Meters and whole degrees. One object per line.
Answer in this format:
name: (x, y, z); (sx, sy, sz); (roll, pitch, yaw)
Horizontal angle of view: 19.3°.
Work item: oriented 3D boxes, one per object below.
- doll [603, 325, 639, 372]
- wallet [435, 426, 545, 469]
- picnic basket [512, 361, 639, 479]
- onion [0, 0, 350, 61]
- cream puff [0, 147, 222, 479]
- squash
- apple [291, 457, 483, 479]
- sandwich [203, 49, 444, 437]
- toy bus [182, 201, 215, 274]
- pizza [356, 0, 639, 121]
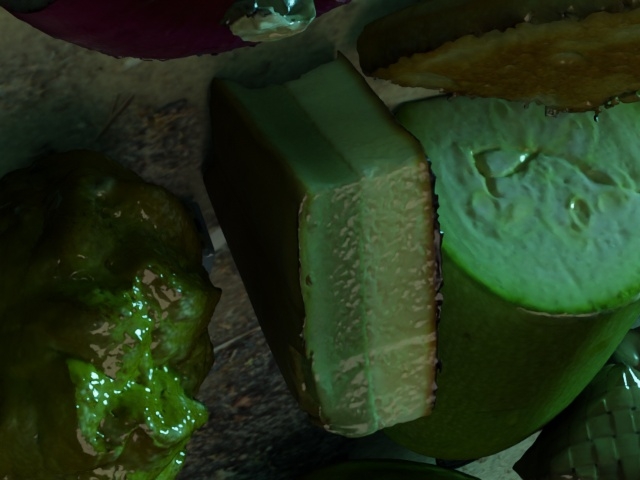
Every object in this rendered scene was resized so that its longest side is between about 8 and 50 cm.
doll: (0.338, 0.087, 1.650); (0.256, 0.152, 0.196); (-54, 147, 10)
wallet: (0.151, 0.124, 1.652); (0.170, 0.069, 0.231); (-31, 145, -5)
picnic basket: (0.266, 0.196, 1.541); (0.138, 0.178, 0.128); (-50, -177, -13)
onion: (-0.044, -0.205, 0.966); (0.230, 0.272, 0.256); (4, 170, -45)
cream puff: (-0.165, 0.069, 1.219); (0.244, 0.244, 0.196); (-38, 119, 13)
squash: (0.138, 0.042, 1.484); (0.233, 0.210, 0.309); (-13, 157, -20)
apple: (0.068, 0.355, 1.646); (0.339, 0.339, 0.339); (-19, 144, -14)
sandwich: (0.000, 0.000, 1.285); (0.108, 0.186, 0.220); (-16, 127, -17)
toy bus: (-0.136, 0.055, 1.369); (0.075, 0.064, 0.190); (6, 133, -32)
pizza: (0.197, -0.150, 1.255); (0.323, 0.089, 0.223); (-8, 168, 30)
